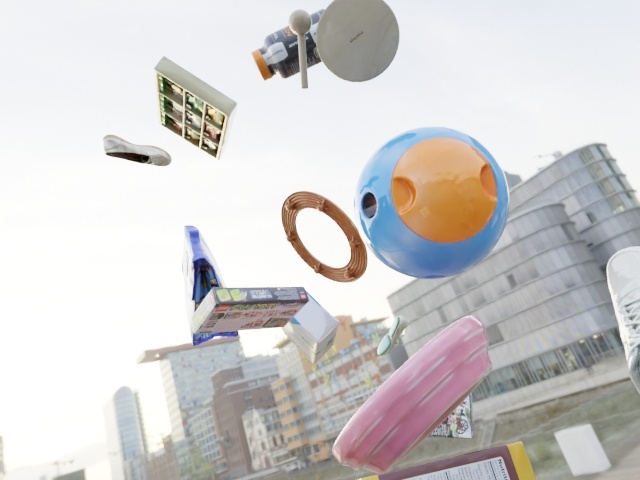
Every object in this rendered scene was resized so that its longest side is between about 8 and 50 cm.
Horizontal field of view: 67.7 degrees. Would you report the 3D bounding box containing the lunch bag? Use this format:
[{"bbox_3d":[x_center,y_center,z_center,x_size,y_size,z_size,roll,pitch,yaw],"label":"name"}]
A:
[{"bbox_3d":[-0.327,0.103,1.345,0.138,0.221,0.294,-11,-63,-16],"label":"lunch bag"}]

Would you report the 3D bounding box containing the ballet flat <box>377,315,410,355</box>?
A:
[{"bbox_3d":[0.244,0.322,1.572,0.052,0.057,0.168,16,-62,-16],"label":"ballet flat"}]

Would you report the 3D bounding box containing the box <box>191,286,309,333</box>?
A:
[{"bbox_3d":[-0.136,0.136,0.942,0.206,0.036,0.114,4,-40,-39],"label":"box"}]

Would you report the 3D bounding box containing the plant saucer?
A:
[{"bbox_3d":[0.168,0.269,0.794,0.332,0.084,0.332,-34,-27,-20],"label":"plant saucer"}]

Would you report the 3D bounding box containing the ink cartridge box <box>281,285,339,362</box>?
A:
[{"bbox_3d":[-0.033,0.224,1.246,0.082,0.139,0.191,-40,-19,-21],"label":"ink cartridge box"}]

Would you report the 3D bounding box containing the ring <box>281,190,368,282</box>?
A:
[{"bbox_3d":[0.000,0.000,1.467,0.032,0.336,0.337,-40,-8,-34],"label":"ring"}]

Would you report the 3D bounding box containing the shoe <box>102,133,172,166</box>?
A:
[{"bbox_3d":[-0.568,-0.264,1.486,0.218,0.059,0.076,13,-37,-42],"label":"shoe"}]

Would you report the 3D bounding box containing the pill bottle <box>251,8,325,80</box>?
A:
[{"bbox_3d":[-0.073,-0.547,1.364,0.245,0.131,0.130,-26,-22,1],"label":"pill bottle"}]

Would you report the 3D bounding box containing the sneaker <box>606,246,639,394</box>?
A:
[{"bbox_3d":[0.440,0.127,0.611,0.118,0.292,0.110,18,-40,-25],"label":"sneaker"}]

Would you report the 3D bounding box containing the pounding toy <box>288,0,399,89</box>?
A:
[{"bbox_3d":[0.057,-0.453,1.087,0.236,0.183,0.110,-9,19,7],"label":"pounding toy"}]

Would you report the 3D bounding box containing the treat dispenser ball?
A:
[{"bbox_3d":[0.207,-0.070,0.911,0.287,0.289,0.288,-17,-22,-7],"label":"treat dispenser ball"}]

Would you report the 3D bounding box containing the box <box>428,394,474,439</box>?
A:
[{"bbox_3d":[0.392,0.497,1.498,0.159,0.233,0.044,-10,-30,26],"label":"box"}]

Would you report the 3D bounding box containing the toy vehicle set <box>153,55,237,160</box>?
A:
[{"bbox_3d":[-0.276,-0.276,1.045,0.165,0.035,0.267,31,-17,-9],"label":"toy vehicle set"}]

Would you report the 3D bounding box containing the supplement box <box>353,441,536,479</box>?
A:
[{"bbox_3d":[0.141,0.339,0.574,0.193,0.129,0.191,-8,-28,-9],"label":"supplement box"}]
